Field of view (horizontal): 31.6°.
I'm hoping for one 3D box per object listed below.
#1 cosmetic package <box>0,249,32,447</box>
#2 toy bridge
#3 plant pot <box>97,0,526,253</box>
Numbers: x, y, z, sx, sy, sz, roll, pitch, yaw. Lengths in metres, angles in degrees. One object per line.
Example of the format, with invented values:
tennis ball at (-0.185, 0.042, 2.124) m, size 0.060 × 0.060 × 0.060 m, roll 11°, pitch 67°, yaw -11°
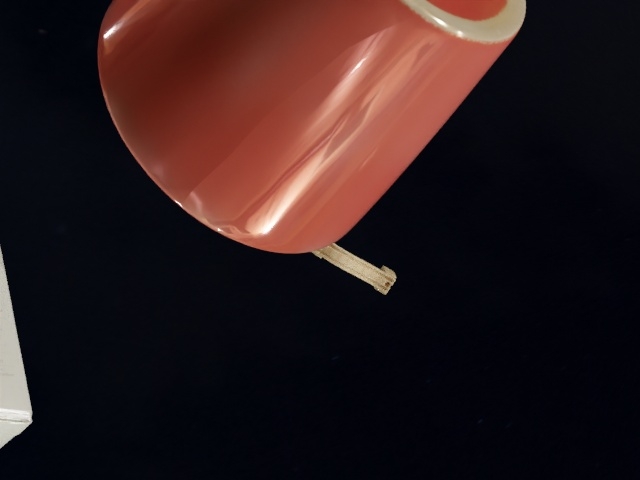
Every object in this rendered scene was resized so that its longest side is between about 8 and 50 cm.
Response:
cosmetic package at (-0.467, 0.073, 1.264) m, size 0.217 × 0.156 × 0.384 m, roll -39°, pitch -126°, yaw 34°
toy bridge at (0.000, 0.000, 1.223) m, size 0.188 × 0.063 × 0.026 m, roll 34°, pitch -82°, yaw -8°
plant pot at (0.005, -0.163, 0.864) m, size 0.243 × 0.275 × 0.274 m, roll -37°, pitch -102°, yaw 41°
